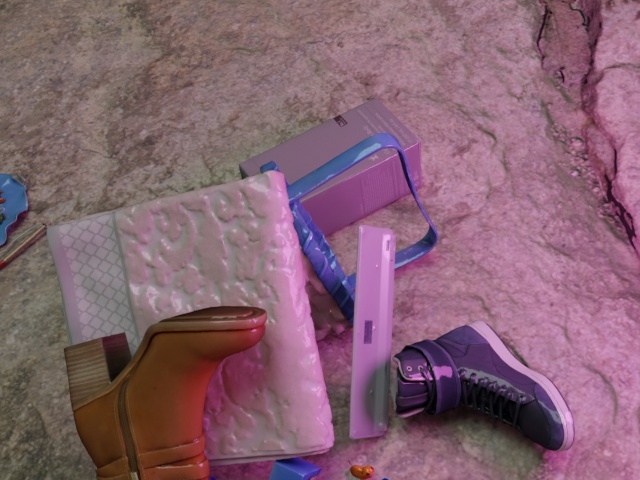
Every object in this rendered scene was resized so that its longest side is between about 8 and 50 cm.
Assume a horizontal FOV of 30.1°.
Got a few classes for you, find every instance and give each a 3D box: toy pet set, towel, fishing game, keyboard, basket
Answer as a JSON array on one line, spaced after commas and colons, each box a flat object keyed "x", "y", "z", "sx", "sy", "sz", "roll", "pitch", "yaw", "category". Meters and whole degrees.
[{"x": 0.003, "y": 0.291, "z": 1.388, "sx": 0.114, "sy": 0.065, "sz": 0.122, "roll": 20, "pitch": 55, "yaw": 27, "category": "toy pet set"}, {"x": -0.160, "y": 0.107, "z": 1.422, "sx": 0.317, "sy": 0.053, "sz": 0.332, "roll": -11, "pitch": 90, "yaw": 18, "category": "towel"}, {"x": -0.540, "y": -0.046, "z": 1.829, "sx": 0.264, "sy": 0.041, "sz": 0.189, "roll": 32, "pitch": 63, "yaw": 33, "category": "fishing game"}, {"x": 0.062, "y": 0.111, "z": 1.441, "sx": 0.014, "sy": 0.072, "sz": 0.256, "roll": 0, "pitch": 86, "yaw": 42, "category": "keyboard"}, {"x": 0.000, "y": 0.000, "z": 1.528, "sx": 0.289, "sy": 0.255, "sz": 0.201, "roll": -25, "pitch": 52, "yaw": 2, "category": "basket"}]

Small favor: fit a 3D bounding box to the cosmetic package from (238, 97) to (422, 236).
[{"x": 0.015, "y": -0.093, "z": 1.713, "sx": 0.238, "sy": 0.107, "sz": 0.127, "roll": -27, "pitch": 51, "yaw": -17, "category": "cosmetic package"}]

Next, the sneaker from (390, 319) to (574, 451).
[{"x": 0.178, "y": 0.190, "z": 1.406, "sx": 0.163, "sy": 0.086, "sz": 0.226, "roll": -13, "pitch": 34, "yaw": -27, "category": "sneaker"}]

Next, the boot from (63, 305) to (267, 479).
[{"x": -0.159, "y": 0.198, "z": 1.341, "sx": 0.283, "sy": 0.109, "sz": 0.220, "roll": -17, "pitch": 87, "yaw": 22, "category": "boot"}]

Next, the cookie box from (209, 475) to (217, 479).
[{"x": -0.134, "y": 0.343, "z": 1.384, "sx": 0.107, "sy": 0.040, "sz": 0.092, "roll": -39, "pitch": 51, "yaw": -23, "category": "cookie box"}]
